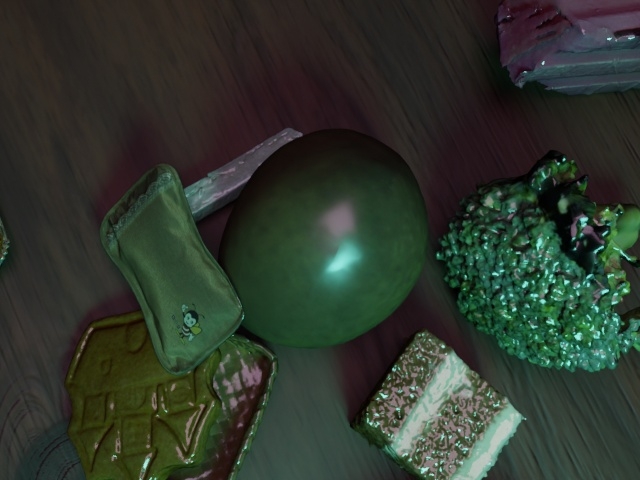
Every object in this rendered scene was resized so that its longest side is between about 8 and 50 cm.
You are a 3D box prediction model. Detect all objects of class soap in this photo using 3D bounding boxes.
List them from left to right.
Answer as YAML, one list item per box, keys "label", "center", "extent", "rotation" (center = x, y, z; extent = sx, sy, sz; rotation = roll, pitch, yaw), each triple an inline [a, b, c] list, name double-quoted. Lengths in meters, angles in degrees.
- label: "soap"
  center: [0.348, -0.247, 0.995]
  extent: [0.289, 0.182, 0.112]
  rotation: [-8, 74, -7]

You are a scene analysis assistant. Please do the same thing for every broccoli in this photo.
- label: "broccoli"
  center: [0.282, 0.013, 0.923]
  extent: [0.263, 0.247, 0.243]
  rotation: [22, 34, 37]

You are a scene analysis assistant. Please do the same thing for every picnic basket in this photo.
- label: "picnic basket"
  center: [-0.120, 0.195, 0.916]
  extent: [0.110, 0.055, 0.193]
  rotation: [23, 75, 6]

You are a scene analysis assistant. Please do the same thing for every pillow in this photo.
- label: "pillow"
  center: [-0.161, 0.029, 0.884]
  extent: [0.130, 0.033, 0.217]
  rotation: [-40, 65, 21]

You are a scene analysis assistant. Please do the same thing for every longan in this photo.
- label: "longan"
  center: [0.000, 0.000, 0.896]
  extent: [0.246, 0.246, 0.215]
  rotation: [-32, 94, -11]

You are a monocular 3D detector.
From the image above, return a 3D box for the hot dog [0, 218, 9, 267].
- label: "hot dog"
  center: [-0.419, -0.036, 0.944]
  extent: [0.108, 0.059, 0.191]
  rotation: [-25, 83, -6]

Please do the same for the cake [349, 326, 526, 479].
- label: "cake"
  center: [0.124, 0.189, 0.899]
  extent: [0.147, 0.135, 0.134]
  rotation: [33, 77, 8]

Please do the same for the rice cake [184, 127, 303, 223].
- label: "rice cake"
  center: [-0.124, -0.056, 0.978]
  extent: [0.245, 0.045, 0.042]
  rotation: [-31, 71, -10]

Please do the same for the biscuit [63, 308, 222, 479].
- label: "biscuit"
  center: [-0.189, 0.173, 0.883]
  extent: [0.182, 0.034, 0.215]
  rotation: [-14, 64, 14]
